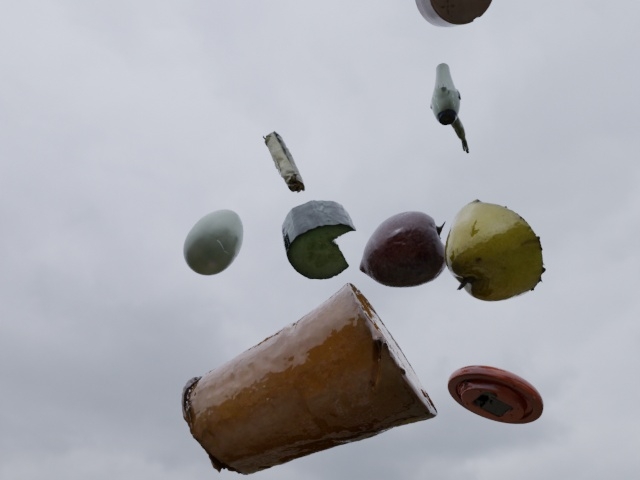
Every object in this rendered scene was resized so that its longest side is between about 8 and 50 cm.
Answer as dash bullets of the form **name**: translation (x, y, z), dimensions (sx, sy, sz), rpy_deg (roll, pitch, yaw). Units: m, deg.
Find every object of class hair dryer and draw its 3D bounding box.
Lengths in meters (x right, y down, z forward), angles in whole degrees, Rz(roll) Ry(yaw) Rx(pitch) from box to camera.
- **hair dryer**: translation (0.306, -0.310, 1.200), dimensions (0.067, 0.167, 0.199), rpy_deg (-12, -22, 29)

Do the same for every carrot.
- **carrot**: translation (-0.015, 0.188, 0.636), dimensions (0.254, 0.196, 0.196), rpy_deg (-31, -45, 6)

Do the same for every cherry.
- **cherry**: translation (0.257, 0.034, 1.587), dimensions (0.300, 0.230, 0.203), rpy_deg (-25, -5, 7)

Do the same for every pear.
- **pear**: translation (0.382, 0.042, 1.247), dimensions (0.178, 0.267, 0.267), rpy_deg (-21, -24, -39)

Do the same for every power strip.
- **power strip**: translation (0.269, -0.514, 1.053), dimensions (0.154, 0.078, 0.154), rpy_deg (-4, -71, -12)

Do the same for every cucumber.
- **cucumber**: translation (-0.010, 0.004, 1.328), dimensions (0.191, 0.130, 0.191), rpy_deg (-3, -56, -5)

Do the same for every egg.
- **egg**: translation (-0.300, 0.003, 1.487), dimensions (0.151, 0.209, 0.151), rpy_deg (28, -19, 11)

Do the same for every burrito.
- **burrito**: translation (-0.082, -0.179, 1.171), dimensions (0.045, 0.186, 0.041), rpy_deg (-36, -36, 16)

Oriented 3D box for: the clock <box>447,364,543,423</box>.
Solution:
- **clock**: translation (0.382, 0.346, 1.151), dimensions (0.205, 0.051, 0.205), rpy_deg (19, -36, 14)
